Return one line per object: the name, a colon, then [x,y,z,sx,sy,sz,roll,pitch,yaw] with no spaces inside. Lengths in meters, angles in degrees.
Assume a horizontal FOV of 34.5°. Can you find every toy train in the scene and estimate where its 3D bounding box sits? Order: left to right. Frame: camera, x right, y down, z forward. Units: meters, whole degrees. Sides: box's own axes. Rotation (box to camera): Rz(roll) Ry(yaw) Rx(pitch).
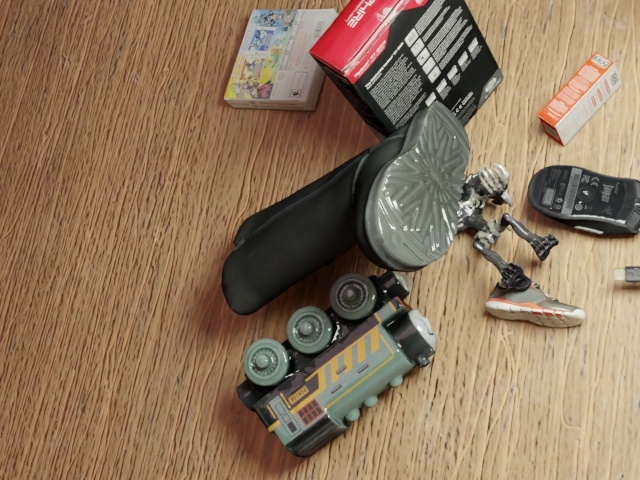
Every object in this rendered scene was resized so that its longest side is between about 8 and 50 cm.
toy train: [0.026,0.195,1.650,0.334,0.142,0.190,-37,69,5]

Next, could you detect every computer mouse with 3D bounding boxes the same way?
computer mouse: [0.444,-0.019,1.579,0.262,0.060,0.184,6,67,16]

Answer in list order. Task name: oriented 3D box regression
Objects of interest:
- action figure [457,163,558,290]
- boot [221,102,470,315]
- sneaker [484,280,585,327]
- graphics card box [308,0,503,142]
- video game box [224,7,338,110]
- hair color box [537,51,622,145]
action figure: [0.244,-0.044,1.628,0.164,0.141,0.276,-42,48,-7]
boot: [0.001,-0.001,1.585,0.445,0.146,0.367,-27,18,34]
sneaker: [0.332,0.090,1.584,0.158,0.061,0.064,8,66,28]
graphics card box: [0.151,-0.282,1.651,0.094,0.371,0.232,37,88,33]
video game box: [-0.073,-0.349,1.985,0.187,0.048,0.205,8,72,27]
hair color box: [0.422,-0.229,1.673,0.141,0.072,0.043,-46,56,0]
